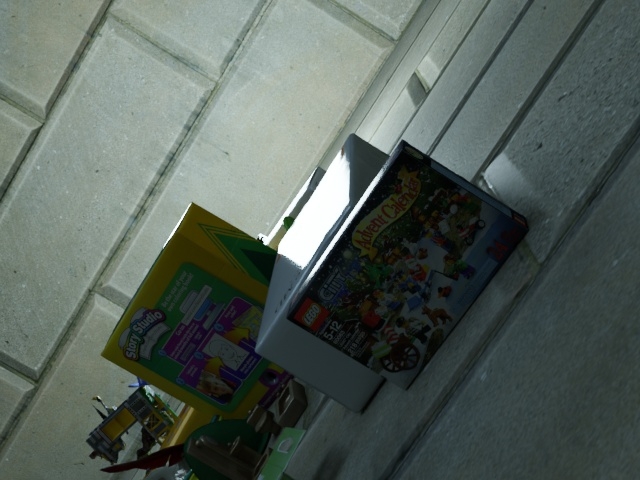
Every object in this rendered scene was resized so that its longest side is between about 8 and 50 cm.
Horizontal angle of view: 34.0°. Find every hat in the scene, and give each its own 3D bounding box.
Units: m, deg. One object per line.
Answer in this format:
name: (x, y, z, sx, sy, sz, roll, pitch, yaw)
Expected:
hat: (-0.210, 0.321, 1.736, 0.173, 0.183, 0.208, -34, 24, 37)

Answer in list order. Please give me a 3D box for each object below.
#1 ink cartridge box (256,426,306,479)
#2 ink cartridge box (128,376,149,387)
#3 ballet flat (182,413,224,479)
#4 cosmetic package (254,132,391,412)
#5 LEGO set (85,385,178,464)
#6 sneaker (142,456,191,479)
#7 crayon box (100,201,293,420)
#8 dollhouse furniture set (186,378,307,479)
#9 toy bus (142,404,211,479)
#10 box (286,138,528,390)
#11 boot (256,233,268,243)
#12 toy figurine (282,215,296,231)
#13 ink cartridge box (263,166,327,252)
ink cartridge box: (-0.057, 0.332, 1.261, 0.209, 0.062, 0.109, -60, 8, -14)
ink cartridge box: (-0.291, 0.271, 2.380, 0.186, 0.065, 0.311, -17, -2, -43)
ballet flat: (-0.204, 0.417, 1.865, 0.077, 0.077, 0.231, -56, 5, 46)
cosmetic package: (0.048, 0.022, 1.458, 0.230, 0.161, 0.453, -57, 8, 14)
LEGO set: (-0.426, 0.474, 2.456, 0.192, 0.255, 0.331, -43, 13, -6)
sneaker: (-0.289, 0.500, 1.990, 0.222, 0.083, 0.118, -25, -58, -36)
crayon box: (-0.181, 0.149, 1.873, 0.363, 0.313, 0.106, -53, 9, 38)
dollhouse furniture set: (-0.115, 0.278, 1.642, 0.151, 0.123, 0.144, -58, 7, 4)
toy bus: (-0.261, 0.420, 2.114, 0.332, 0.108, 0.130, -61, 7, -18)
box: (0.090, 0.030, 1.134, 0.233, 0.159, 0.044, -56, 8, 20)
boot: (-0.071, 0.032, 2.230, 0.083, 0.161, 0.246, -58, 7, 2)
toy figurine: (0.049, -0.024, 1.754, 0.159, 0.173, 0.130, -43, -6, 17)
ink cartridge box: (0.000, 0.000, 1.887, 0.219, 0.160, 0.092, -53, 9, 32)
